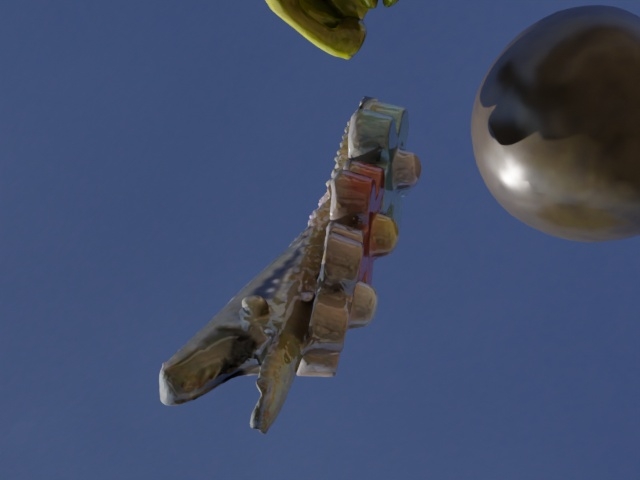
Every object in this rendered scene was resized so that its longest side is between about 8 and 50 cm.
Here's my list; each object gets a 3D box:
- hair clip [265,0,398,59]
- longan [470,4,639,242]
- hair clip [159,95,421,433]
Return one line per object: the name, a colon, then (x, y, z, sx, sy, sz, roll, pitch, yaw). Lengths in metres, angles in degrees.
hair clip: (-0.002, -0.121, 0.733, 0.072, 0.173, 0.046, 37, -78, -20)
longan: (0.119, -0.050, 0.730, 0.113, 0.113, 0.092, -56, -40, -26)
hair clip: (0.006, 0.001, 0.646, 0.056, 0.062, 0.214, 12, -147, 17)
